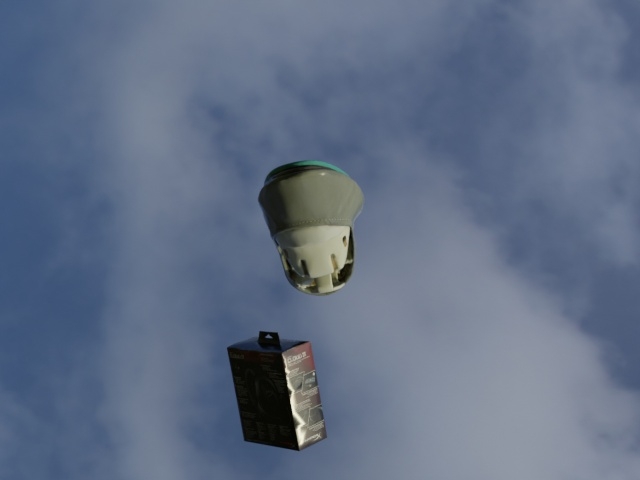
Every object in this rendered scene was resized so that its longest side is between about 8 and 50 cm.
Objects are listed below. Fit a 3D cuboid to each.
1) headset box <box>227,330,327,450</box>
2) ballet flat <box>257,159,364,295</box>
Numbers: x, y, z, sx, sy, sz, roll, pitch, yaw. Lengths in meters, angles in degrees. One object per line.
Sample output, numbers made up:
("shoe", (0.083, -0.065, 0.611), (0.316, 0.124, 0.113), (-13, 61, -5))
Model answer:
("headset box", (-0.033, 0.108, 0.938), (0.062, 0.032, 0.083), (-1, -78, 45))
("ballet flat", (0.000, 0.000, 0.918), (0.072, 0.213, 0.068), (-10, -102, 1))
